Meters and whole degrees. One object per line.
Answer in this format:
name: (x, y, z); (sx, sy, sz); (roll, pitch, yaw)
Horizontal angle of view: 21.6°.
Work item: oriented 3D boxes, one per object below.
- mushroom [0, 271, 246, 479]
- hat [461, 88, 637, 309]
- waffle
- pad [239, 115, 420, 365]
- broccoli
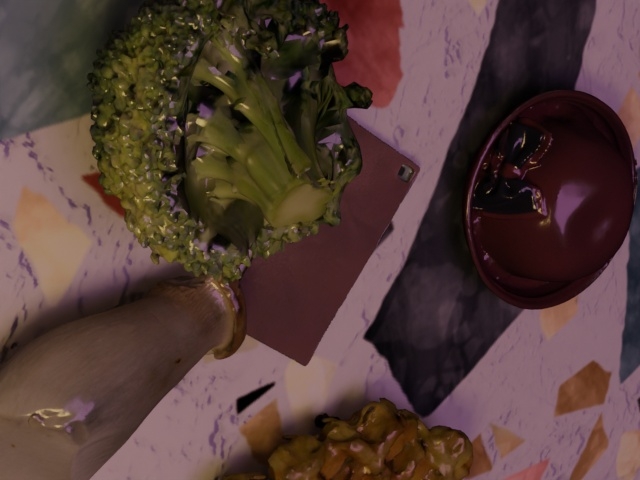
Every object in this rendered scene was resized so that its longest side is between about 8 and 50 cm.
mushroom: (-0.149, 0.089, 1.188); (0.225, 0.093, 0.116); (-46, 143, -29)
hat: (0.211, -0.030, 1.440); (0.205, 0.089, 0.206); (-16, 117, -35)
waffle: (0.018, 0.276, 1.416); (0.325, 0.068, 0.302); (-12, 115, -39)
pad: (0.000, 0.000, 1.329); (0.113, 0.006, 0.188); (32, 87, -45)
broccoli: (-0.057, -0.080, 1.126); (0.198, 0.226, 0.176); (-33, 83, -25)
